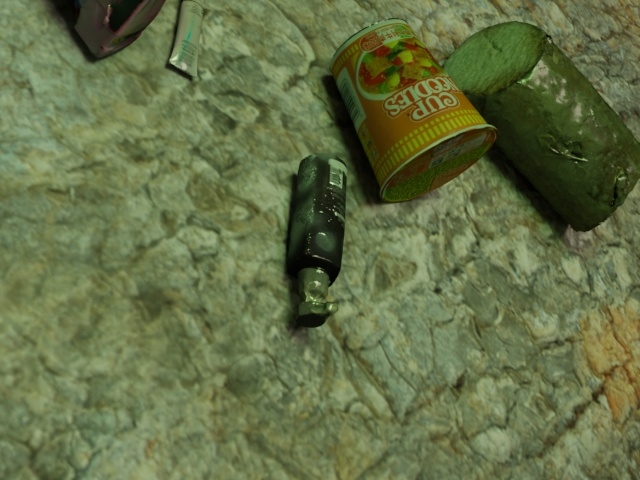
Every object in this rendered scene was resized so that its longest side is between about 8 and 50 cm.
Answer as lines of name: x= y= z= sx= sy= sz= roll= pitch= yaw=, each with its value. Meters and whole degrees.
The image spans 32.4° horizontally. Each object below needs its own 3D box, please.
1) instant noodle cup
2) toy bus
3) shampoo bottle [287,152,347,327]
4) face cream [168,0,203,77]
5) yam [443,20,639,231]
instant noodle cup: x=0.103 y=-0.166 z=1.359 sx=0.168 sy=0.168 sz=0.185 roll=-9 pitch=66 yaw=-47
toy bus: x=-0.267 y=-0.327 z=1.123 sx=0.274 sy=0.112 sz=0.090 roll=52 pitch=34 yaw=-7
shampoo bottle: x=-0.001 y=0.000 z=1.212 sx=0.057 sy=0.063 sz=0.207 roll=19 pitch=54 yaw=-22
face cream: x=-0.149 y=-0.235 z=1.244 sx=0.038 sy=0.020 sz=0.115 roll=26 pitch=51 yaw=-33
yam: x=0.321 y=-0.167 z=1.559 sx=0.304 sy=0.168 sz=0.168 roll=46 pitch=42 yaw=-17
